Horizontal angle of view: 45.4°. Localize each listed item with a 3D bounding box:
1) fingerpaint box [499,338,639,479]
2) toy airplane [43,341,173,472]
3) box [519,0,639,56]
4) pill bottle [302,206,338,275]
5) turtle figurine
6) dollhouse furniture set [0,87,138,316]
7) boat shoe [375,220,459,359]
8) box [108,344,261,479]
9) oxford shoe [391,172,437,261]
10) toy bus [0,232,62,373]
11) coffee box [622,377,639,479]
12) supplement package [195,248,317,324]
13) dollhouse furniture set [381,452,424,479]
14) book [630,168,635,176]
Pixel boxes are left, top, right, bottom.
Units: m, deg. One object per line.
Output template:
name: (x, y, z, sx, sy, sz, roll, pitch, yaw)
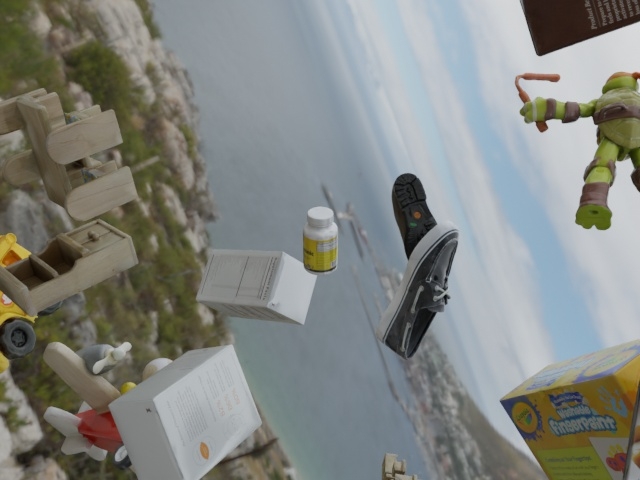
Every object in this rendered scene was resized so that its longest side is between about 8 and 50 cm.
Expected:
fingerpaint box: (0.584, 0.396, 1.436, 0.371, 0.163, 0.445, 58, -19, 9)
toy airplane: (-0.414, 0.379, 1.686, 0.272, 0.384, 0.386, -58, 172, -29)
box: (0.492, -0.436, 1.153, 0.191, 0.381, 0.143, 69, 24, -14)
pill bottle: (0.000, 0.000, 1.397, 0.065, 0.065, 0.116, -98, -173, -59)
turtle figurine: (0.359, -0.116, 0.872, 0.087, 0.269, 0.217, 106, -7, -62)
dollhouse furniture set: (-0.356, -0.054, 0.981, 0.212, 0.161, 0.242, 23, -49, 45)
boat shoe: (0.219, 0.107, 1.562, 0.108, 0.301, 0.102, 8, 25, -49)
box: (-0.181, 0.239, 1.049, 0.170, 0.091, 0.130, -30, 104, -54)
oxford shoe: (0.208, -0.030, 1.675, 0.096, 0.082, 0.227, 136, -56, -81)
toy bus: (-0.564, 0.090, 1.267, 0.211, 0.149, 0.220, 54, 39, -34)
coffee box: (0.493, 0.287, 1.038, 0.246, 0.141, 0.098, -52, 145, -49)
supplement package: (-0.150, 0.108, 1.796, 0.134, 0.244, 0.139, 32, 68, -45)
dollhouse furniture set: (0.197, 0.515, 1.658, 0.182, 0.101, 0.161, -81, -179, -55)
book: (0.672, -0.114, 1.461, 0.144, 0.035, 0.096, 41, -23, 21)
